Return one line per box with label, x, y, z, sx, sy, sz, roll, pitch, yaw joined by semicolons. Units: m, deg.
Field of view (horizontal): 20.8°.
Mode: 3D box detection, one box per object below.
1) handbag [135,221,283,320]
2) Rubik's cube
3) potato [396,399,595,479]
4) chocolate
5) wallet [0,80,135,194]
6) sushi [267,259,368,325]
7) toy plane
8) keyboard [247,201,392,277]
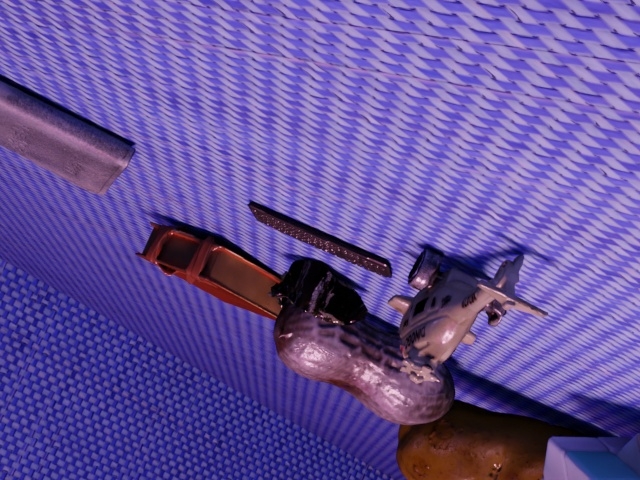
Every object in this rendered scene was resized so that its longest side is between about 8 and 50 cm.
handbag;-0.119;0.042;2.108;0.127;0.062;0.190;19;171;39
Rubik's cube;0.358;0.311;1.884;0.213;0.265;0.224;3;-164;-15
potato;0.270;0.299;2.148;0.369;0.176;0.195;14;137;6
chocolate;0.052;0.144;2.074;0.248;0.110;0.110;25;171;-11
wallet;-0.278;-0.105;1.798;0.167;0.036;0.222;27;170;-10
sushi;-0.002;0.058;1.915;0.083;0.056;0.085;23;172;-35
toy plane;0.120;0.061;1.498;0.092;0.108;0.286;28;158;-8
keyboard;0.000;0.000;1.721;0.155;0.010;0.053;24;169;14
